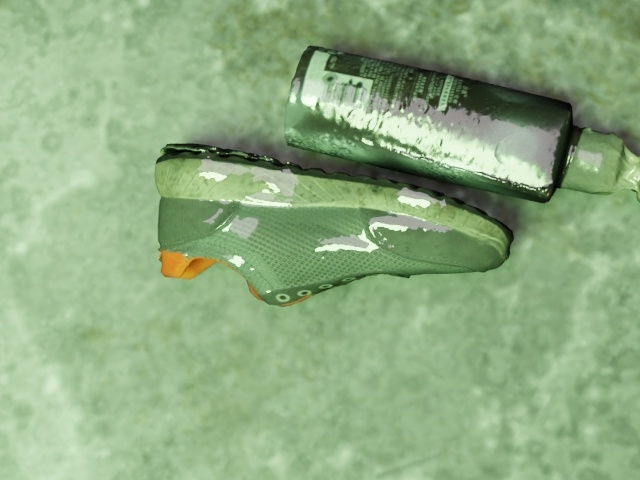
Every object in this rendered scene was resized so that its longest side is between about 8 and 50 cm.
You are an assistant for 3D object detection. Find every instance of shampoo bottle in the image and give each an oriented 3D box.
[{"bbox_3d":[0.087,-0.055,0.698,0.207,0.063,0.057,13,90,8],"label":"shampoo bottle"}]

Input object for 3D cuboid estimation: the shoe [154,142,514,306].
[{"bbox_3d":[0.002,0.001,0.698,0.194,0.074,0.077,12,92,11],"label":"shoe"}]
